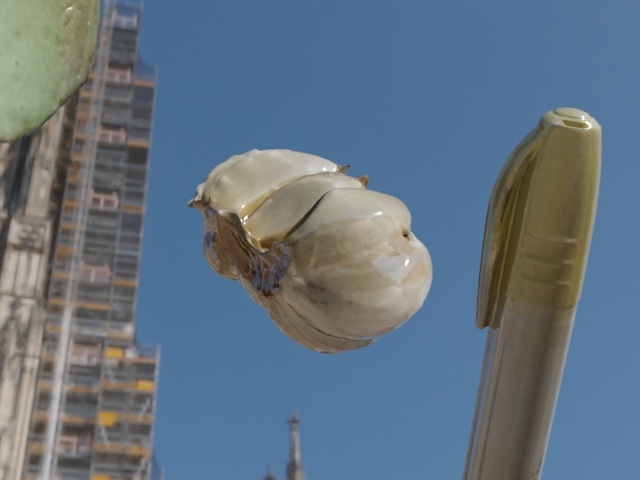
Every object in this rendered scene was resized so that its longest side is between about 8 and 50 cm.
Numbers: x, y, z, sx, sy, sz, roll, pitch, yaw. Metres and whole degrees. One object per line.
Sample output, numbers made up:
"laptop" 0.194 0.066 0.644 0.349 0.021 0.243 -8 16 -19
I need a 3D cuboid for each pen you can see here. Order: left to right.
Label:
"pen" 0.070 0.063 0.464 0.040 0.032 0.234 8 -72 -2

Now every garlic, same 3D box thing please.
"garlic" 0.006 0.015 1.295 0.203 0.281 0.185 -30 -56 -28

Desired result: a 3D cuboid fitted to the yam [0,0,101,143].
"yam" -0.307 -0.128 0.797 0.300 0.195 0.195 -8 -36 41
